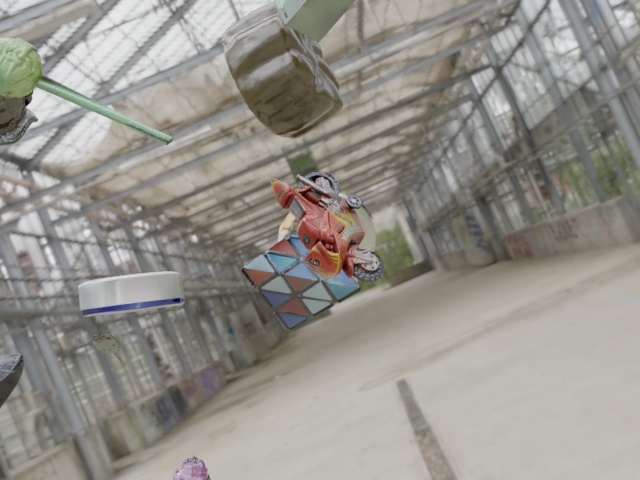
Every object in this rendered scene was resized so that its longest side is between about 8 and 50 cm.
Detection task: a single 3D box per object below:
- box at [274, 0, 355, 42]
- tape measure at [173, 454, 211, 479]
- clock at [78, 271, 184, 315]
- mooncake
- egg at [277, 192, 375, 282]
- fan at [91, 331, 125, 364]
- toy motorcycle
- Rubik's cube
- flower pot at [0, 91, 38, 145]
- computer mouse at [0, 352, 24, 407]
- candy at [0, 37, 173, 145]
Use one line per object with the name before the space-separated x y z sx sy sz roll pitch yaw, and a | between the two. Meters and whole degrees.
box | -0.003 -0.633 1.975 0.117 0.225 0.225 17 -51 -43
tape measure | -0.230 0.455 1.506 0.074 0.125 0.118 0 -43 -6
clock | -0.424 0.120 1.893 0.231 0.083 0.230 -6 -7 -1
mooncake | -0.092 -0.479 2.354 0.201 0.378 0.378 -28 -5 22
egg | 0.000 0.000 2.633 0.337 0.337 0.201 -23 23 -12
fan | -0.403 0.210 1.616 0.056 0.083 0.004 -25 22 27
toy motorcycle | 0.017 -0.027 1.796 0.171 0.298 0.089 -17 -27 -26
Rubik's cube | -0.066 0.115 2.119 0.284 0.234 0.250 7 34 -7
flower pot | -1.033 -0.423 2.602 0.302 0.213 0.301 -11 34 8
computer mouse | -0.678 0.311 1.683 0.217 0.073 0.122 -58 27 -2
candy | -0.395 -0.232 1.374 0.092 0.336 0.093 115 178 -51
